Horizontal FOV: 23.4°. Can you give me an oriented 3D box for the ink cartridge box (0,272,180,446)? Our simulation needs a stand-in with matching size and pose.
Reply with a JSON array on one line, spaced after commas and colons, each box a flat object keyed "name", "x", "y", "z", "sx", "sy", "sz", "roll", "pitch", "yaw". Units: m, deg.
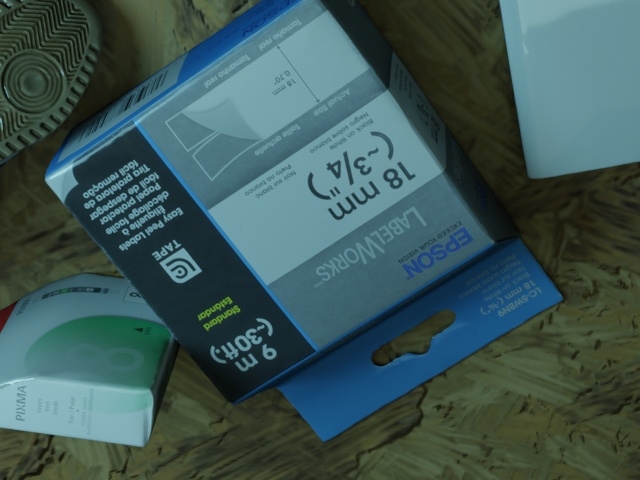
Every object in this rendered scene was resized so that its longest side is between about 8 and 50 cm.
[{"name": "ink cartridge box", "x": -0.221, "y": 0.075, "z": 1.140, "sx": 0.225, "sy": 0.181, "sz": 0.056, "roll": 9, "pitch": 113, "yaw": -1}]

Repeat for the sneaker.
[{"name": "sneaker", "x": -0.272, "y": -0.066, "z": 1.137, "sx": 0.099, "sy": 0.153, "sz": 0.282, "roll": 39, "pitch": 79, "yaw": -11}]

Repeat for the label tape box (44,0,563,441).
[{"name": "label tape box", "x": 0.000, "y": 0.000, "z": 1.142, "sx": 0.241, "sy": 0.106, "sz": 0.333, "roll": -33, "pitch": 108, "yaw": 15}]

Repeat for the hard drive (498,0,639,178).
[{"name": "hard drive", "x": 0.222, "y": -0.206, "z": 1.081, "sx": 0.203, "sy": 0.040, "sz": 0.307, "roll": -10, "pitch": 113, "yaw": 6}]
